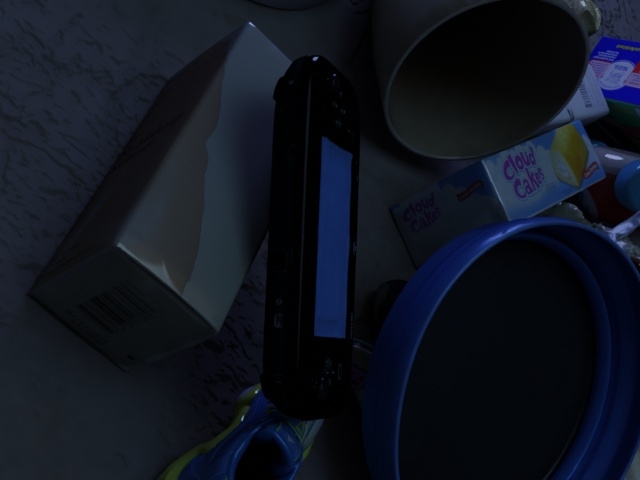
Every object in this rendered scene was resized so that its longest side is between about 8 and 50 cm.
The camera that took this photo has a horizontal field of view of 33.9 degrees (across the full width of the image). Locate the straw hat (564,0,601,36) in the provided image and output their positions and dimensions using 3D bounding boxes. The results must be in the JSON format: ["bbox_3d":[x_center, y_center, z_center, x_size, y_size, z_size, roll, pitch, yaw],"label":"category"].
[{"bbox_3d":[0.432,-0.369,1.748,0.144,0.061,0.144,22,56,-38],"label":"straw hat"}]

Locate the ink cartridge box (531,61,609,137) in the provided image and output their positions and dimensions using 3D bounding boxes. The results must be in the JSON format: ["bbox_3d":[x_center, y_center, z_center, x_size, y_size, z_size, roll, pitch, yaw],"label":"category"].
[{"bbox_3d":[0.313,-0.232,1.541,0.218,0.092,0.158,-14,81,-49],"label":"ink cartridge box"}]

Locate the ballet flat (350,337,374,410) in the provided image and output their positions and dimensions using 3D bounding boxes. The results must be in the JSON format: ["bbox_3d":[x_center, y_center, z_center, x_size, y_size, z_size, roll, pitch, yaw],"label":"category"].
[{"bbox_3d":[0.096,0.186,1.147,0.221,0.077,0.079,34,70,-30],"label":"ballet flat"}]

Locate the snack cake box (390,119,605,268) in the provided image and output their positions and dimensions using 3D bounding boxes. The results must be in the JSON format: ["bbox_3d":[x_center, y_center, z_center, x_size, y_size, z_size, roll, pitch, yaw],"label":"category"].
[{"bbox_3d":[0.229,-0.062,1.331,0.264,0.152,0.089,-24,89,-49],"label":"snack cake box"}]

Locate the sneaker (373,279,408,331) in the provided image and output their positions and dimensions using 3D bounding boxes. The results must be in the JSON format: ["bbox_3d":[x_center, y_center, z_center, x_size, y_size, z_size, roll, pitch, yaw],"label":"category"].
[{"bbox_3d":[0.176,0.114,1.230,0.267,0.106,0.101,32,53,-29],"label":"sneaker"}]

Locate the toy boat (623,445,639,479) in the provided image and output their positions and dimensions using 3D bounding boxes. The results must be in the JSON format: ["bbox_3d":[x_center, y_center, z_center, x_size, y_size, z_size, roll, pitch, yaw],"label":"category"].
[{"bbox_3d":[0.458,0.355,1.390,0.318,0.148,0.267,-2,67,-38],"label":"toy boat"}]

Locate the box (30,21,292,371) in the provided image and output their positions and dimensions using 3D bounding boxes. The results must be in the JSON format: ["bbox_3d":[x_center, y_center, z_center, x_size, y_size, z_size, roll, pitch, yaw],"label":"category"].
[{"bbox_3d":[-0.120,-0.046,0.979,0.121,0.148,0.311,43,45,-22],"label":"box"}]

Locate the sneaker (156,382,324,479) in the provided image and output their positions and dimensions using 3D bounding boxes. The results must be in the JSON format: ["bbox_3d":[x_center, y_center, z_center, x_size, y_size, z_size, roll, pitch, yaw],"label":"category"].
[{"bbox_3d":[-0.040,0.188,0.959,0.091,0.126,0.240,58,43,-8],"label":"sneaker"}]

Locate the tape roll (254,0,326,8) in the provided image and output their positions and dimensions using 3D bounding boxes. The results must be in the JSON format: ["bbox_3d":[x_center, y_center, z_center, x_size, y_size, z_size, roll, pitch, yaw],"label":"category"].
[{"bbox_3d":[-0.077,-0.469,1.277,0.392,0.072,0.392,22,56,-38],"label":"tape roll"}]

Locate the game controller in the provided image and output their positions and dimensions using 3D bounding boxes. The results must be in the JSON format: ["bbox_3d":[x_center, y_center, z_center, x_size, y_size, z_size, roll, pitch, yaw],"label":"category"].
[{"bbox_3d":[0.000,0.000,0.950,0.166,0.067,0.319,14,77,-63],"label":"game controller"}]

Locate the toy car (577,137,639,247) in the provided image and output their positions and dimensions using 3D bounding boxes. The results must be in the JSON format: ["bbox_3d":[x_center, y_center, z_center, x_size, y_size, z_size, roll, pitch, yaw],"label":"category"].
[{"bbox_3d":[0.457,-0.008,1.539,0.210,0.219,0.238,10,103,-13],"label":"toy car"}]

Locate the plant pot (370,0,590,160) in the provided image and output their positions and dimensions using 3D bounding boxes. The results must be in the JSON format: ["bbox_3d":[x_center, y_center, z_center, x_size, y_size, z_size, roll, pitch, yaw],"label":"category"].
[{"bbox_3d":[0.163,-0.286,1.328,0.256,0.256,0.274,19,38,-38],"label":"plant pot"}]

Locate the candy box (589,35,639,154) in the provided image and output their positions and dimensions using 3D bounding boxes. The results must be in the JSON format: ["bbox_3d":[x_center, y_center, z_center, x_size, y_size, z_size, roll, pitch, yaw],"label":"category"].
[{"bbox_3d":[0.583,-0.169,1.655,0.317,0.268,0.122,36,90,-27],"label":"candy box"}]

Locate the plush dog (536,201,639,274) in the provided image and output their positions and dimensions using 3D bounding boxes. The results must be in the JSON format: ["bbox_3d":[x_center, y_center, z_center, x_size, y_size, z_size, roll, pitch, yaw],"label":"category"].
[{"bbox_3d":[0.378,0.101,1.400,0.225,0.210,0.262,65,36,-42],"label":"plush dog"}]

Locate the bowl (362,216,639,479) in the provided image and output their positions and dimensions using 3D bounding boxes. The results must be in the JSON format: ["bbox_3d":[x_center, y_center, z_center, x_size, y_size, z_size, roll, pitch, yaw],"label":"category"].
[{"bbox_3d":[0.208,0.165,1.133,0.391,0.077,0.391,-8,104,-34],"label":"bowl"}]
